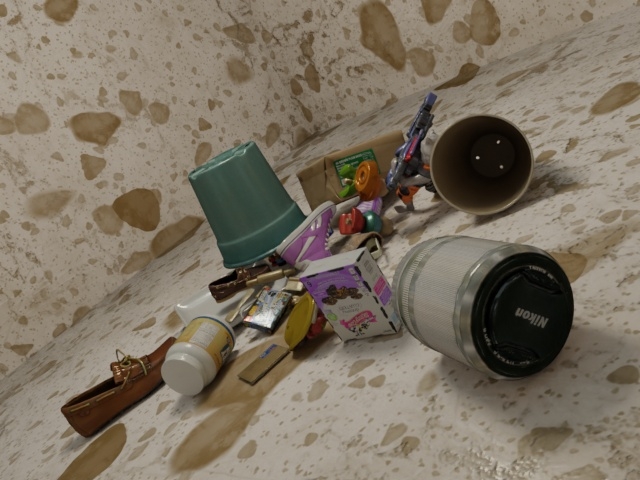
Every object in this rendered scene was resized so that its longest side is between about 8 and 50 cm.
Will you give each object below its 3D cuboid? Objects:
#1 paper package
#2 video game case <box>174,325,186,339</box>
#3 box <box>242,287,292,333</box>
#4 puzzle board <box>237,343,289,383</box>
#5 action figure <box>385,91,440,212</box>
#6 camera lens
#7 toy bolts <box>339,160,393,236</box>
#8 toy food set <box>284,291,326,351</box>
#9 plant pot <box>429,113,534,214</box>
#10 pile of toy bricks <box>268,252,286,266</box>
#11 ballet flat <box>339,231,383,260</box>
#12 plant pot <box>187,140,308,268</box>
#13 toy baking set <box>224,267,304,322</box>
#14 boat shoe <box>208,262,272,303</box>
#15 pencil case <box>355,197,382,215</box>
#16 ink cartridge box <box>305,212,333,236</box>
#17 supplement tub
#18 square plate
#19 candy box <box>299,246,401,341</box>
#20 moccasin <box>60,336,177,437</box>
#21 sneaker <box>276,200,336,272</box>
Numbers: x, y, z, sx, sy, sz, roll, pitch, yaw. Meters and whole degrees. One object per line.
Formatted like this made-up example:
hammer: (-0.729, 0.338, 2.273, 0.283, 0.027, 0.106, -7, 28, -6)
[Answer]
paper package: (0.122, -0.243, 2.227, 0.325, 0.168, 0.309, -23, 1, -23)
video game case: (-0.375, 0.269, 2.096, 0.227, 0.026, 0.206, -17, 22, 39)
box: (-0.151, 0.199, 1.795, 0.094, 0.027, 0.137, 12, 46, 23)
puzzle board: (-0.144, 0.313, 1.593, 0.128, 0.011, 0.096, -39, 17, -24)
action figure: (0.317, -0.253, 1.867, 0.330, 0.179, 0.341, 107, -172, -78)
camera lens: (0.272, 0.106, 1.081, 0.219, 0.219, 0.274, -37, 17, -15)
toy bolts: (0.163, -0.119, 1.882, 0.159, 0.228, 0.218, 9, -13, -24)
toy food set: (-0.018, 0.198, 1.534, 0.218, 0.071, 0.128, 130, 154, -50)
plant pot: (0.453, -0.218, 1.698, 0.257, 0.256, 0.274, -24, 2, 25)
pile of toy bricks: (-0.116, 0.011, 2.227, 0.212, 0.105, 0.118, -17, 23, 41)
ballet flat: (0.110, 0.056, 1.716, 0.106, 0.107, 0.316, -16, 23, 24)
plant pot: (-0.258, -0.134, 2.117, 0.341, 0.334, 0.341, -26, 16, 8)
toy baking set: (-0.166, 0.163, 1.879, 0.256, 0.030, 0.196, -14, 35, 8)
boat shoe: (-0.257, 0.124, 1.999, 0.207, 0.073, 0.073, -29, 22, -12)
pencil case: (0.158, -0.094, 2.067, 0.088, 0.086, 0.206, -58, 7, 25)
ink cartridge box: (-0.059, -0.035, 2.273, 0.207, 0.097, 0.046, -16, 23, 42)
supplement tub: (-0.331, 0.309, 1.702, 0.144, 0.144, 0.199, -23, 19, 28)
square plate: (-0.286, 0.193, 2.033, 0.347, 0.049, 0.344, -31, 23, -14)
candy box: (0.075, 0.126, 1.410, 0.165, 0.196, 0.070, -18, 24, 39)
moccasin: (-0.586, 0.410, 1.861, 0.380, 0.147, 0.139, -35, 17, -10)
sneaker: (0.000, 0.001, 1.995, 0.282, 0.161, 0.102, -48, -7, -34)
